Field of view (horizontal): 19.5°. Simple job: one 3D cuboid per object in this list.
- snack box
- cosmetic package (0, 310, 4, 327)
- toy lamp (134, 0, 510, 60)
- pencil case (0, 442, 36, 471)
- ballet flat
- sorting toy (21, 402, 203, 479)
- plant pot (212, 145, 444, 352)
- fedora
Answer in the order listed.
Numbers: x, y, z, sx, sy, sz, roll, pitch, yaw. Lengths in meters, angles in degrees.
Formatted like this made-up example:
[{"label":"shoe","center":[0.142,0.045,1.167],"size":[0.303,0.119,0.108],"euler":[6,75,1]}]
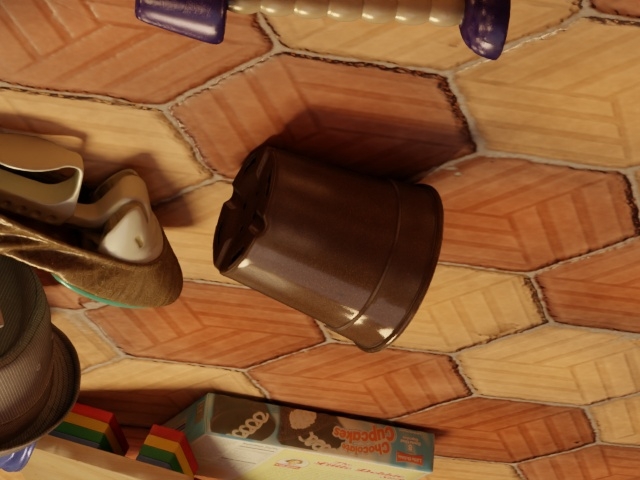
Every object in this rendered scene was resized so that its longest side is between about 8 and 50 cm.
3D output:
[{"label":"snack box","center":[-0.035,0.274,2.426],"size":[0.322,0.060,0.187],"euler":[13,155,-22]},{"label":"cosmetic package","center":[-0.469,-0.028,1.515],"size":[0.377,0.284,0.097],"euler":[-10,-173,25]},{"label":"toy lamp","center":[0.000,-0.178,1.389],"size":[0.274,0.080,0.080],"euler":[5,156,-7]},{"label":"pencil case","center":[-0.472,0.180,2.182],"size":[0.306,0.119,0.133],"euler":[18,108,-31]},{"label":"ballet flat","center":[-0.241,-0.031,1.728],"size":[0.342,0.116,0.124],"euler":[24,129,-33]},{"label":"sorting toy","center":[-0.242,0.311,2.381],"size":[0.257,0.089,0.255],"euler":[13,149,20]},{"label":"plant pot","center":[0.000,0.000,1.701],"size":[0.165,0.167,0.167],"euler":[20,151,-21]},{"label":"fedora","center":[-0.350,0.090,1.869],"size":[0.243,0.275,0.124],"euler":[23,125,1]}]
